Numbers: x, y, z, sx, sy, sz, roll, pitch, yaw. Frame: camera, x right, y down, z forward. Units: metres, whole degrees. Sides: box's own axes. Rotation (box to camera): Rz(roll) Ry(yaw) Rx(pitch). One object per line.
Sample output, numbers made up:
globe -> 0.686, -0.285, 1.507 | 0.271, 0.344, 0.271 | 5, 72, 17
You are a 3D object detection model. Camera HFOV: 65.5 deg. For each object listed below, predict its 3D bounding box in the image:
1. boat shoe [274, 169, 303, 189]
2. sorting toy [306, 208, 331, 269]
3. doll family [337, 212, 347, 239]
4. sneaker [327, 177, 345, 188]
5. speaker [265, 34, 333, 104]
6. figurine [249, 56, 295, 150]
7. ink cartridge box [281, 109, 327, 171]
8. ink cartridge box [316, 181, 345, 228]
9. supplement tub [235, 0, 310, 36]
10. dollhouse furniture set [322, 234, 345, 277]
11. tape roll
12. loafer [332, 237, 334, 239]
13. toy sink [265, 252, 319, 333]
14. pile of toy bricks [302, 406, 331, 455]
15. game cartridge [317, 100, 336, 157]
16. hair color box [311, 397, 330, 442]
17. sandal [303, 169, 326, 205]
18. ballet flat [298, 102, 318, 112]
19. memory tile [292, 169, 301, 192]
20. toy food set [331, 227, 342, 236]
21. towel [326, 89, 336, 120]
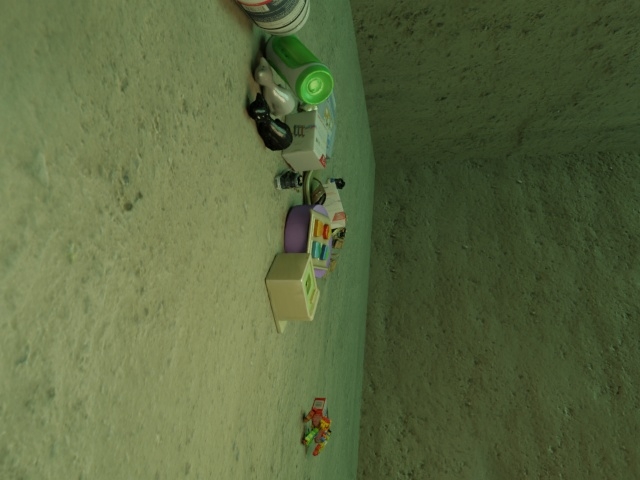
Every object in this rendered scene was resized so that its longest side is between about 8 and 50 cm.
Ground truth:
boat shoe -> -0.095, -0.212, 1.745 | 0.183, 0.083, 0.065 | -55, 142, -69
sorting toy -> 0.000, 0.000, 1.800 | 0.193, 0.038, 0.208 | 17, 74, -69
doll family -> 0.102, -0.052, 2.622 | 0.111, 0.075, 0.193 | -42, 133, -79
sneaker -> 0.089, -0.276, 2.561 | 0.152, 0.084, 0.058 | 60, 31, -65
speaker -> -0.071, -0.533, 1.526 | 0.297, 0.131, 0.131 | 58, -11, 40
figurine -> -0.155, -0.419, 1.523 | 0.209, 0.092, 0.215 | 51, 38, -63
ink cartridge box -> -0.054, -0.364, 1.819 | 0.128, 0.127, 0.176 | 47, 44, -60
ink cartridge box -> 0.032, -0.148, 2.151 | 0.067, 0.115, 0.198 | 84, -6, -61
supplement tub -> -0.141, -0.692, 1.356 | 0.272, 0.191, 0.191 | 0, 89, -77
dollhouse furniture set -> 0.017, 0.054, 2.087 | 0.182, 0.101, 0.161 | -17, 128, -77
tape roll -> -0.041, 0.002, 1.873 | 0.275, 0.090, 0.275 | 0, 90, -69
loafer -> 0.038, -0.103, 2.294 | 0.087, 0.094, 0.251 | -69, 155, -69
toy sink -> -0.082, 0.179, 1.652 | 0.153, 0.131, 0.234 | -71, 156, -56
pile of toy bricks -> -0.030, 0.756, 1.937 | 0.105, 0.118, 0.212 | -39, 149, -39
game cartridge -> 0.007, -0.506, 2.251 | 0.297, 0.062, 0.198 | 57, 36, -63
hair color box -> 0.002, 0.772, 2.133 | 0.093, 0.053, 0.167 | -64, 151, -66
sandal -> -0.018, -0.167, 2.062 | 0.120, 0.086, 0.303 | 24, 67, -71
ballet flat -> -0.042, -0.456, 2.057 | 0.086, 0.086, 0.249 | -76, 158, -50
memory tile -> -0.093, -0.266, 1.924 | 0.113, 0.012, 0.148 | 33, 56, -75
toy food set -> 0.032, -0.021, 2.171 | 0.038, 0.132, 0.192 | 47, 20, 2
towel -> 0.041, -0.652, 2.514 | 0.209, 0.034, 0.285 | 66, 28, -64
